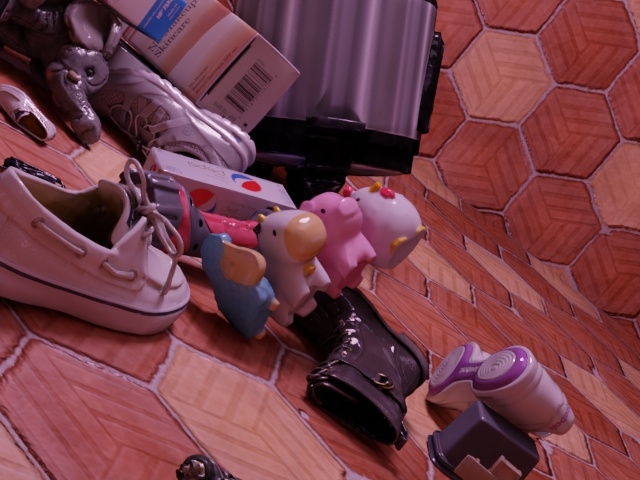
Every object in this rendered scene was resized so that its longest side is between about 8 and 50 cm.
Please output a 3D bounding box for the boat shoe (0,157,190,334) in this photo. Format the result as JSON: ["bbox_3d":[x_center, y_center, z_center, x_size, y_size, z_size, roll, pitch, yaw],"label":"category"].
[{"bbox_3d":[-0.224,-0.010,1.363,0.136,0.156,0.367,49,13,30],"label":"boat shoe"}]

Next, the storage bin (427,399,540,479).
[{"bbox_3d":[0.226,0.282,1.753,0.135,0.091,0.098,37,18,-14],"label":"storage bin"}]

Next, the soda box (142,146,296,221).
[{"bbox_3d":[-0.147,-0.058,1.813,0.216,0.074,0.069,16,25,-30],"label":"soda box"}]

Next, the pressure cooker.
[{"bbox_3d":[0.007,-0.262,2.289,0.375,0.421,0.369,8,1,35],"label":"pressure cooker"}]

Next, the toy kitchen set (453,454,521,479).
[{"bbox_3d":[0.205,0.299,1.668,0.068,0.083,0.075,40,14,-1],"label":"toy kitchen set"}]

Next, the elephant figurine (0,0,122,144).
[{"bbox_3d":[-0.369,-0.273,1.880,0.239,0.186,0.169,43,-12,-11],"label":"elephant figurine"}]

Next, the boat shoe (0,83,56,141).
[{"bbox_3d":[-0.391,-0.166,1.700,0.100,0.035,0.035,45,11,-3],"label":"boat shoe"}]

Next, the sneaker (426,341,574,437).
[{"bbox_3d":[0.252,0.228,1.858,0.152,0.114,0.305,43,-13,-12],"label":"sneaker"}]

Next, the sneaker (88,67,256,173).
[{"bbox_3d":[-0.239,-0.163,1.931,0.281,0.105,0.115,26,54,12],"label":"sneaker"}]

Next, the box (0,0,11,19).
[{"bbox_3d":[-0.433,-0.339,1.340,0.212,0.294,0.395,31,-7,-29],"label":"box"}]

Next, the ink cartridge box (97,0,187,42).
[{"bbox_3d":[-0.322,-0.397,1.900,0.231,0.078,0.134,37,-1,-39],"label":"ink cartridge box"}]

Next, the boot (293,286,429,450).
[{"bbox_3d":[0.028,0.149,1.689,0.263,0.091,0.229,34,21,8],"label":"boot"}]

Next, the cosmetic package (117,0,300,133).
[{"bbox_3d":[-0.188,-0.306,2.081,0.296,0.153,0.129,41,1,43],"label":"cosmetic package"}]

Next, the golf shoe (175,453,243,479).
[{"bbox_3d":[-0.033,0.287,1.057,0.120,0.105,0.273,35,13,-48],"label":"golf shoe"}]

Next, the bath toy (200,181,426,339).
[{"bbox_3d":[0.000,0.000,1.700,0.129,0.151,0.348,46,41,19],"label":"bath toy"}]

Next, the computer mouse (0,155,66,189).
[{"bbox_3d":[-0.381,-0.099,1.494,0.071,0.041,0.242,48,15,34],"label":"computer mouse"}]

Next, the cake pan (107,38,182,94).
[{"bbox_3d":[-0.337,-0.300,2.113,0.293,0.054,0.293,40,3,-3],"label":"cake pan"}]

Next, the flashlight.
[{"bbox_3d":[-0.137,-0.023,1.687,0.304,0.103,0.103,9,61,-48],"label":"flashlight"}]
